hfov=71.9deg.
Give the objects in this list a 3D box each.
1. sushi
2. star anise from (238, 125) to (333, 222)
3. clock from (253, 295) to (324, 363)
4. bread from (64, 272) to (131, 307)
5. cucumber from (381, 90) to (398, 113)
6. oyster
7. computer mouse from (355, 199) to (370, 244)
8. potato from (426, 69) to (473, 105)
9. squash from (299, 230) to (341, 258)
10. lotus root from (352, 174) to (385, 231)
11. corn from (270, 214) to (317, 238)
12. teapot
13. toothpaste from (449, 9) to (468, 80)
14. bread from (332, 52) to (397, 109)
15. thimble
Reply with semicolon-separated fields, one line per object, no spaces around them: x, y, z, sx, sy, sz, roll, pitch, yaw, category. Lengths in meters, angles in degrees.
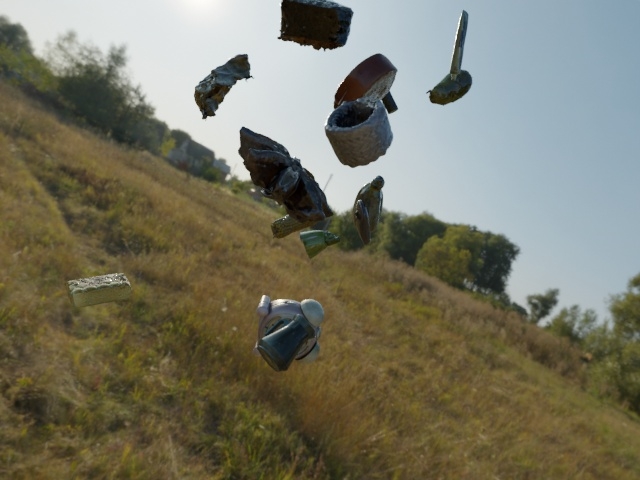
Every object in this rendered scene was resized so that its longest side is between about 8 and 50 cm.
-0.012;-0.937;1.907;0.348;0.208;0.234;28;35;30;sushi
-0.096;-0.159;1.140;0.332;0.117;0.332;47;11;-12;star anise
-0.153;0.443;2.194;0.325;0.342;0.184;8;24;4;clock
-0.753;0.167;1.502;0.188;0.068;0.125;-7;19;-37;bread
0.343;-0.849;2.464;0.294;0.067;0.067;62;-1;-5;cucumber
-0.387;-0.639;1.783;0.133;0.337;0.197;46;-23;-17;oyster
0.189;-0.078;2.004;0.232;0.057;0.120;76;3;-49;computer mouse
0.540;-0.631;1.835;0.117;0.225;0.090;64;-17;-17;potato
0.003;-0.003;1.586;0.105;0.132;0.105;-22;90;-86;squash
0.229;-0.179;2.130;0.139;0.322;0.158;16;42;13;lotus root
-0.125;-0.094;2.290;0.313;0.102;0.102;-24;38;-40;corn
-0.152;0.429;1.900;0.203;0.225;0.171;25;-38;41;teapot
0.490;-0.686;1.560;0.038;0.234;0.060;14;15;31;toothpaste
0.189;-0.635;1.861;0.114;0.295;0.327;48;3;4;bread
0.133;-0.374;1.520;0.246;0.217;0.157;-92;162;-50;thimble
